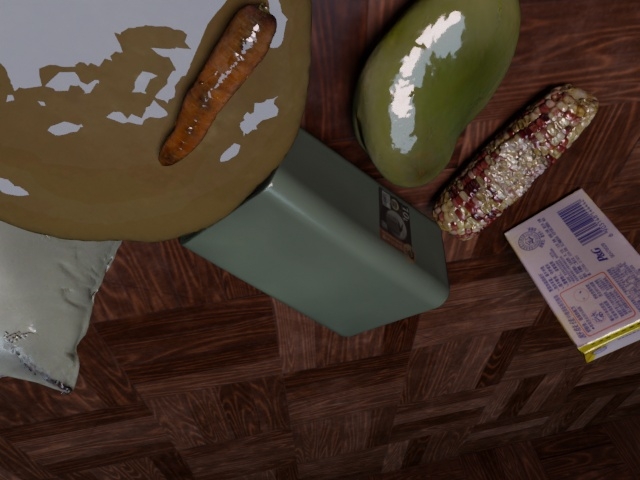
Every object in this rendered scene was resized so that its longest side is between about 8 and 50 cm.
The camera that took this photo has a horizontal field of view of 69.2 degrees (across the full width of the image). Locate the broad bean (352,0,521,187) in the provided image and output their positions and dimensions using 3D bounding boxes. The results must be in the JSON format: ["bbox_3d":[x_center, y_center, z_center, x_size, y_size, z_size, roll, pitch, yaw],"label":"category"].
[{"bbox_3d":[0.136,-0.198,0.583,0.189,0.121,0.263,12,120,-33],"label":"broad bean"}]

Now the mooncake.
[{"bbox_3d":[-0.202,-0.187,0.434,0.379,0.200,0.378,-10,134,-11],"label":"mooncake"}]

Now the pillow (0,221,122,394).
[{"bbox_3d":[-0.388,0.000,0.529,0.312,0.309,0.119,25,164,-38],"label":"pillow"}]

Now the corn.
[{"bbox_3d":[0.293,-0.114,0.719,0.098,0.098,0.290,19,129,-32],"label":"corn"}]

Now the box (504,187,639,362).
[{"bbox_3d":[0.472,0.058,0.831,0.168,0.265,0.097,-36,137,20],"label":"box"}]

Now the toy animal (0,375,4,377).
[{"bbox_3d":[-0.553,0.029,0.584,0.308,0.188,0.266,3,104,-35],"label":"toy animal"}]

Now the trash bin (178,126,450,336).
[{"bbox_3d":[0.000,0.000,0.680,0.223,0.158,0.343,-27,138,35],"label":"trash bin"}]

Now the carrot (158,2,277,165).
[{"bbox_3d":[-0.090,-0.118,0.375,0.036,0.035,0.165,25,121,-36],"label":"carrot"}]
